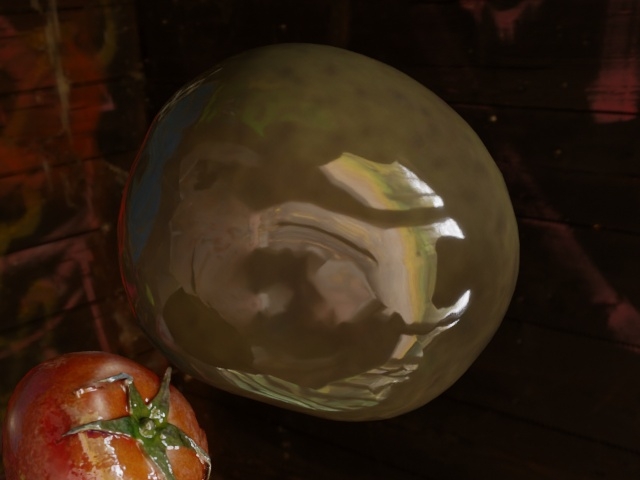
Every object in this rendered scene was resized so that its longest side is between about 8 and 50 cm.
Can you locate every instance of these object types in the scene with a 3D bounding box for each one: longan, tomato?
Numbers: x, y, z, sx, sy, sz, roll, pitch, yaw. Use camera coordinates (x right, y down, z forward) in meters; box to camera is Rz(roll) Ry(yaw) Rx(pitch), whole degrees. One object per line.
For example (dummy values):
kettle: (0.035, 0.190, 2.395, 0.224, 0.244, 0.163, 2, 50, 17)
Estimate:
longan: (0.000, 0.000, 0.940, 0.361, 0.361, 0.361, 15, -67, 39)
tomato: (-0.179, 0.168, 0.818, 0.167, 0.167, 0.167, 15, -67, 39)
